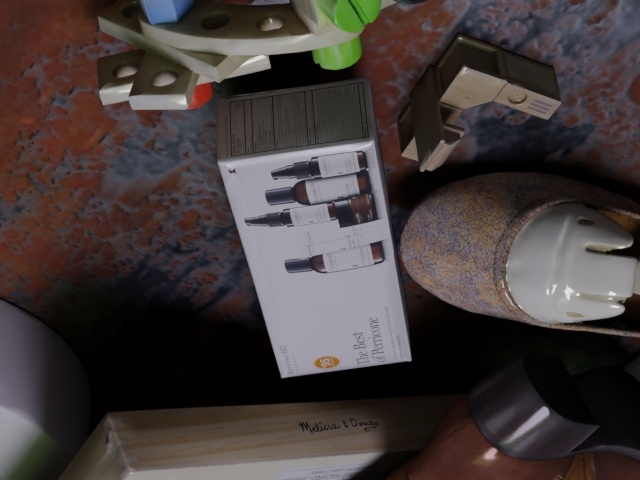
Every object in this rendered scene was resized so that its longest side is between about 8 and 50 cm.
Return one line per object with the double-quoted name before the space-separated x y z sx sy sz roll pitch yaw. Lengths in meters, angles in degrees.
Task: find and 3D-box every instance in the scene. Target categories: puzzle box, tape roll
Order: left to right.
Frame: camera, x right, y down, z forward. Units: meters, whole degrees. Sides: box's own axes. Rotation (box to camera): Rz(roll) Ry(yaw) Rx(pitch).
"tape roll" -0.320 0.155 1.204 0.286 0.100 0.286 -2 139 -2
"puzzle box" -0.040 0.220 1.213 0.409 0.052 0.272 2 138 -40

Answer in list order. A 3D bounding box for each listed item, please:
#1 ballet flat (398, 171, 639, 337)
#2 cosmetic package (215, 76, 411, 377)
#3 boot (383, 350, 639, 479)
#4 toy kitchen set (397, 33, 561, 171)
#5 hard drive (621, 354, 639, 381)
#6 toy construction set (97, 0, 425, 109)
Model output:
"ballet flat" 0.212 0.019 1.076 0.316 0.106 0.108 7 97 -20
"cosmetic package" 0.000 0.000 1.039 0.098 0.060 0.239 -7 142 6
"boot" 0.124 0.208 1.181 0.280 0.096 0.264 -42 148 25
"toy kitchen set" 0.101 -0.071 1.005 0.075 0.068 0.083 16 135 -21
"hard drive" 0.268 0.220 1.357 0.233 0.047 0.353 24 132 -26
"toy construction set" -0.049 -0.181 0.812 0.215 0.151 0.328 -25 148 -13
